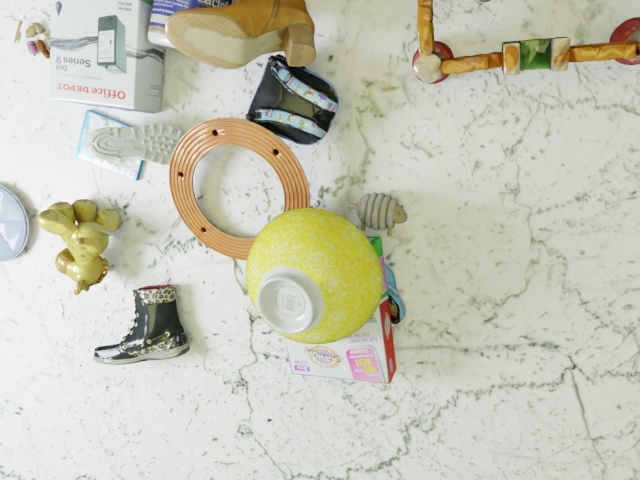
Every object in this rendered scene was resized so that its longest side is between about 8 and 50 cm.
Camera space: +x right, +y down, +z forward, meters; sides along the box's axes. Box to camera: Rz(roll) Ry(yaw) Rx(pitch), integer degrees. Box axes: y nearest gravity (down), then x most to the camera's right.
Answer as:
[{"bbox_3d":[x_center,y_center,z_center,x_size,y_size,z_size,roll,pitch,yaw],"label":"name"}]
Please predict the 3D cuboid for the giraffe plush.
[{"bbox_3d":[-0.553,0.023,1.237,0.210,0.181,0.171,31,116,21],"label":"giraffe plush"}]

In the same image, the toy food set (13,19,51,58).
[{"bbox_3d":[-0.651,-0.464,1.238,0.122,0.019,0.078,24,104,-3],"label":"toy food set"}]

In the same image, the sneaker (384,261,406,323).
[{"bbox_3d":[0.145,0.113,1.168,0.063,0.073,0.162,-28,94,14],"label":"sneaker"}]

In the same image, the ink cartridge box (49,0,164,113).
[{"bbox_3d":[-0.462,-0.437,1.154,0.211,0.121,0.289,8,102,9],"label":"ink cartridge box"}]

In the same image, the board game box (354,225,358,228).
[{"bbox_3d":[0.000,0.000,1.198,0.154,0.026,0.104,16,102,7],"label":"board game box"}]

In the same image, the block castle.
[{"bbox_3d":[0.385,-0.455,0.960,0.452,0.213,0.303,-1,112,17],"label":"block castle"}]

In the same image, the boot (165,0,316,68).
[{"bbox_3d":[-0.154,-0.434,1.031,0.295,0.211,0.104,1,141,-21],"label":"boot"}]

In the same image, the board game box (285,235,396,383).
[{"bbox_3d":[0.028,0.151,1.149,0.242,0.064,0.317,0,110,23],"label":"board game box"}]

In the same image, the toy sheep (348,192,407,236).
[{"bbox_3d":[0.122,-0.061,1.137,0.132,0.091,0.091,9,102,14],"label":"toy sheep"}]

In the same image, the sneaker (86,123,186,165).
[{"bbox_3d":[-0.399,-0.220,1.192,0.235,0.095,0.090,4,99,-19],"label":"sneaker"}]

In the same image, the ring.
[{"bbox_3d":[-0.180,-0.108,1.169,0.336,0.032,0.337,7,118,13],"label":"ring"}]

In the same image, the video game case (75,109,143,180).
[{"bbox_3d":[-0.494,-0.226,1.253,0.166,0.015,0.119,22,103,6],"label":"video game case"}]

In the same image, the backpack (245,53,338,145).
[{"bbox_3d":[-0.046,-0.285,1.109,0.173,0.117,0.158,26,103,5],"label":"backpack"}]

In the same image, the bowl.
[{"bbox_3d":[-0.038,0.095,1.029,0.289,0.156,0.290,9,114,20],"label":"bowl"}]

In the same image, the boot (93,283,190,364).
[{"bbox_3d":[-0.446,0.203,1.287,0.236,0.085,0.179,-6,97,5],"label":"boot"}]

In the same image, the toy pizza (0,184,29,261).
[{"bbox_3d":[-0.821,-0.045,1.336,0.201,0.032,0.201,2,100,11],"label":"toy pizza"}]

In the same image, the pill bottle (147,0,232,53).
[{"bbox_3d":[-0.256,-0.522,1.086,0.153,0.153,0.265,17,103,7],"label":"pill bottle"}]
